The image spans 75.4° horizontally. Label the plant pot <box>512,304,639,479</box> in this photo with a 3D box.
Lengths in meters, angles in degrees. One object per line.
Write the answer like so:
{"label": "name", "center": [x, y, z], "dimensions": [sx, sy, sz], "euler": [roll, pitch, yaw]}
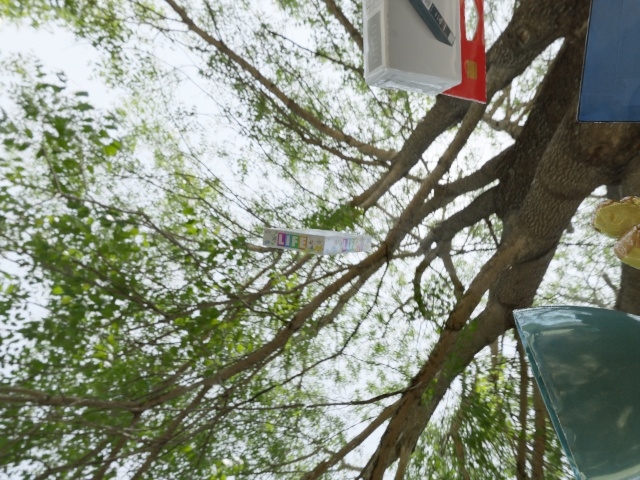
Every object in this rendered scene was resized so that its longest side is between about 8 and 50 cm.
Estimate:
{"label": "plant pot", "center": [0.434, 0.218, 0.604], "dimensions": [0.195, 0.290, 0.291], "euler": [-21, -112, 19]}

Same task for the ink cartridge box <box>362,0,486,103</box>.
{"label": "ink cartridge box", "center": [0.185, -0.379, 0.638], "dimensions": [0.260, 0.066, 0.297], "euler": [-3, -89, -27]}

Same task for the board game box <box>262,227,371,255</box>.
{"label": "board game box", "center": [0.000, 0.000, 0.631], "dimensions": [0.103, 0.154, 0.026], "euler": [8, -85, 30]}

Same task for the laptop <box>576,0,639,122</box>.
{"label": "laptop", "center": [0.778, -0.451, 0.805], "dimensions": [0.236, 0.408, 0.383], "euler": [10, -94, -10]}

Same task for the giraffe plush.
{"label": "giraffe plush", "center": [0.517, -0.038, 0.557], "dimensions": [0.181, 0.171, 0.210], "euler": [-4, -140, -20]}
